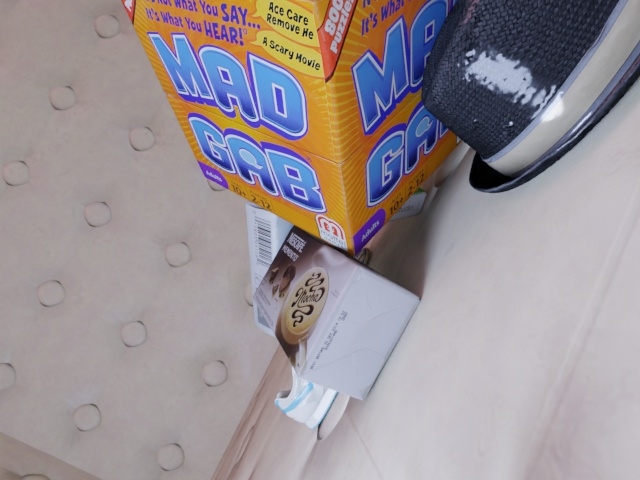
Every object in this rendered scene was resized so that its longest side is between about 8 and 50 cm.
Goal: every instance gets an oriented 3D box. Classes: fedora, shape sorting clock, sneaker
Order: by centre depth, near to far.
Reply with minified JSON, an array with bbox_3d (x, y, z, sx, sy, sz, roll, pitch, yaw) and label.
[{"bbox_3d":[0.217,-0.222,0.458,0.333,0.153,0.334,-63,3,6],"label":"fedora"},{"bbox_3d":[0.001,0.222,0.778,0.228,0.092,0.087,-62,1,-5],"label":"sneaker"},{"bbox_3d":[0.070,0.107,1.139,0.206,0.041,0.206,-63,3,6],"label":"shape sorting clock"}]

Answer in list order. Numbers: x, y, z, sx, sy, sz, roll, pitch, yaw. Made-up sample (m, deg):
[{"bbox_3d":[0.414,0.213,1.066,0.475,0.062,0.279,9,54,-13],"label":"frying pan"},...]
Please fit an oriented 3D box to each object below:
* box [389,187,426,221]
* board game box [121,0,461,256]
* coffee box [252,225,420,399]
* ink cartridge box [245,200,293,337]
[{"bbox_3d":[0.018,-0.132,0.861,0.322,0.233,0.058,46,138,41],"label":"box"},{"bbox_3d":[0.002,-0.270,0.651,0.356,0.357,0.356,-45,-34,-25],"label":"board game box"},{"bbox_3d":[0.005,0.094,0.698,0.168,0.119,0.297,-61,24,2],"label":"coffee box"},{"bbox_3d":[0.000,0.000,0.993,0.385,0.091,0.307,-31,-48,-43],"label":"ink cartridge box"}]
